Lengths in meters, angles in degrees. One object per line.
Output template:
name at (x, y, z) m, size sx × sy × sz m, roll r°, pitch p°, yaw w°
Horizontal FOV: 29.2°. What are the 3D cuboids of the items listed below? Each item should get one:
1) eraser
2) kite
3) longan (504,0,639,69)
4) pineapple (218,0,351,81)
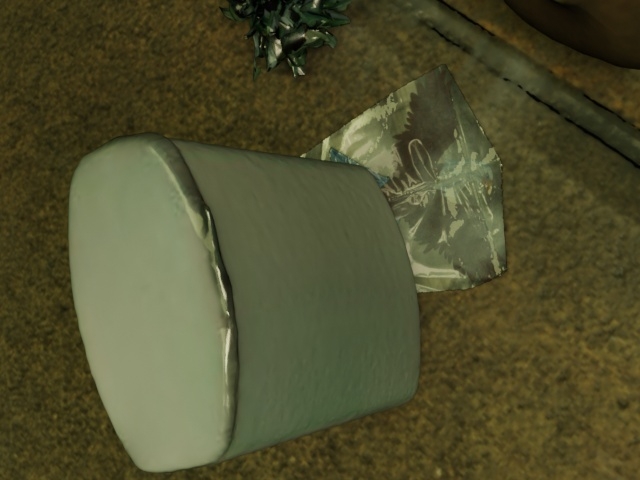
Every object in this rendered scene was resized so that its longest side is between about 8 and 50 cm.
eraser at (-0.033, 0.035, 0.798) m, size 0.104 × 0.290 × 0.189 m, roll -19°, pitch 81°, yaw 24°
kite at (-0.001, 0.000, 0.953) m, size 0.310 × 0.015 × 0.169 m, roll -26°, pitch 72°, yaw 22°
longan at (0.199, -0.198, 0.791) m, size 0.189 × 0.189 × 0.189 m, roll -4°, pitch 81°, yaw 27°
pineapple at (-0.052, -0.238, 0.976) m, size 0.103 × 0.083 × 0.221 m, roll -31°, pitch 72°, yaw 21°
